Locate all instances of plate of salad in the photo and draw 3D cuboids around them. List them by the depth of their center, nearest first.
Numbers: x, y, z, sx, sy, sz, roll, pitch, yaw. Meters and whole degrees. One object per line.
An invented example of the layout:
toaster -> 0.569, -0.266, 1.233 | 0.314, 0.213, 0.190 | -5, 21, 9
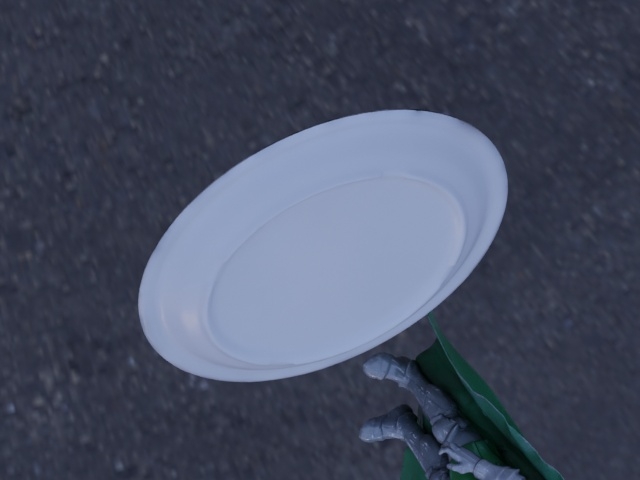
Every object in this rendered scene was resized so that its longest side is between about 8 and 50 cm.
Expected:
plate of salad -> 0.000, 0.000, 0.976 | 0.199, 0.048, 0.200 | -18, 145, -13

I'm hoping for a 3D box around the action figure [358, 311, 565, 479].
action figure -> 0.096, 0.145, 1.078 | 0.063, 0.232, 0.137 | -15, 124, -24
